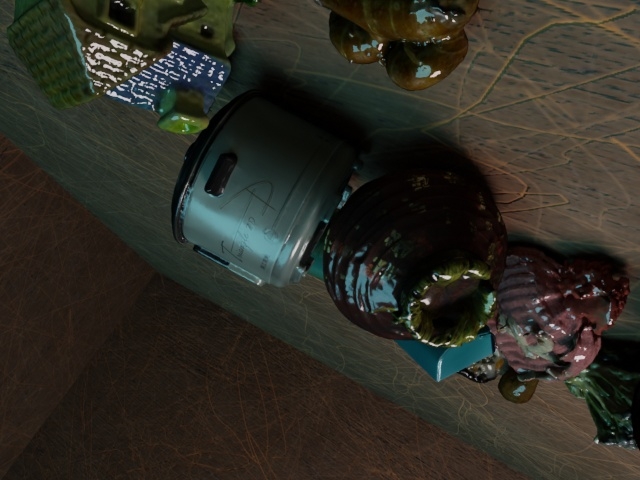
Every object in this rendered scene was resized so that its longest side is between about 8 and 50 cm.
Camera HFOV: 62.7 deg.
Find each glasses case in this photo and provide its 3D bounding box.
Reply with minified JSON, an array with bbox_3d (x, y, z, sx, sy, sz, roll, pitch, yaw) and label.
[{"bbox_3d":[0.142,0.098,0.873,0.301,0.117,0.070,39,141,51],"label":"glasses case"}]

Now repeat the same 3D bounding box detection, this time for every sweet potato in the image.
[{"bbox_3d":[0.427,0.305,1.121,0.075,0.074,0.269,27,157,17],"label":"sweet potato"}]

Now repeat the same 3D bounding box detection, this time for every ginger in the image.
[{"bbox_3d":[0.065,-0.192,0.463,0.162,0.073,0.103,28,148,32],"label":"ginger"}]

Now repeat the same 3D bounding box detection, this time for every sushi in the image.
[{"bbox_3d":[0.246,0.175,0.989,0.225,0.136,0.126,37,170,-28],"label":"sushi"}]

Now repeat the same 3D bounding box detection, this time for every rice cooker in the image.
[{"bbox_3d":[-0.085,-0.072,0.737,0.227,0.241,0.280,28,-172,2],"label":"rice cooker"}]

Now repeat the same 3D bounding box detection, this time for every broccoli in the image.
[{"bbox_3d":[0.394,0.199,0.846,0.304,0.145,0.164,34,162,38],"label":"broccoli"}]

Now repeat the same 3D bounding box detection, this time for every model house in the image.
[{"bbox_3d":[-0.156,-0.206,0.491,0.195,0.189,0.214,4,177,40],"label":"model house"}]

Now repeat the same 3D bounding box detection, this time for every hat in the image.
[{"bbox_3d":[0.299,0.099,0.738,0.236,0.107,0.286,54,155,0],"label":"hat"}]

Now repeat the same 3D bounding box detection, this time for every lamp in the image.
[{"bbox_3d":[0.121,0.022,0.659,0.247,0.247,0.247,29,161,11],"label":"lamp"}]

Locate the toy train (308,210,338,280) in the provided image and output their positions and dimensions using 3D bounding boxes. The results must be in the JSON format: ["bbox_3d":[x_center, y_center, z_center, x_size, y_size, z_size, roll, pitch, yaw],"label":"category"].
[{"bbox_3d":[0.000,0.000,0.912,0.248,0.159,0.101,22,154,32],"label":"toy train"}]

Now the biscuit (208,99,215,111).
[{"bbox_3d":[-0.167,-0.238,0.713,0.082,0.070,0.168,21,162,-10],"label":"biscuit"}]

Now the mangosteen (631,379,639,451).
[{"bbox_3d":[0.474,0.239,0.577,0.236,0.261,0.235,20,138,19],"label":"mangosteen"}]
